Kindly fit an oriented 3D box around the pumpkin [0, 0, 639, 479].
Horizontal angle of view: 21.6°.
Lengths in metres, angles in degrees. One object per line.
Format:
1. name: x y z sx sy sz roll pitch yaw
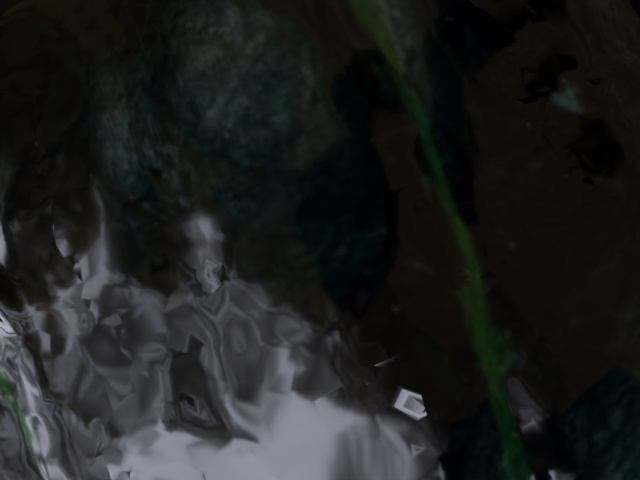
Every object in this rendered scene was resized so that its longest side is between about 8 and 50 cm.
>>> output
1. pumpkin: 0.000 0.000 0.475 0.315 0.315 0.238 39 -147 -79
